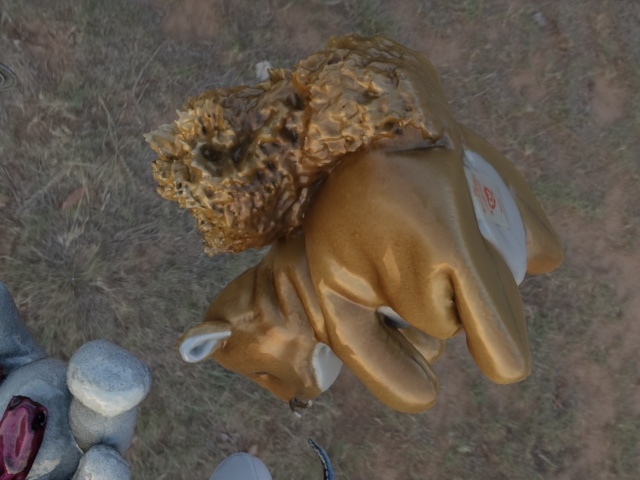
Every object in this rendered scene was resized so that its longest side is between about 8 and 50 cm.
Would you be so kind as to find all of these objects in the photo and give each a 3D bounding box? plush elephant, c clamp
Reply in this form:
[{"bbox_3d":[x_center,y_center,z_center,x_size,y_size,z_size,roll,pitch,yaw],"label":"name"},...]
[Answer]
[{"bbox_3d":[-0.326,0.224,0.672,0.272,0.329,0.255,28,47,21],"label":"plush elephant"},{"bbox_3d":[-0.507,-0.231,0.981,0.161,0.137,0.022,-6,72,-6],"label":"c clamp"}]

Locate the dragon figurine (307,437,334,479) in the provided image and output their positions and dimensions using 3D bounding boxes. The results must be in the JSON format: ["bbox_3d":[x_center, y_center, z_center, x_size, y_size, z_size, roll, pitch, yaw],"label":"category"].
[{"bbox_3d":[-0.032,0.367,0.746,0.085,0.144,0.289,19,95,14],"label":"dragon figurine"}]

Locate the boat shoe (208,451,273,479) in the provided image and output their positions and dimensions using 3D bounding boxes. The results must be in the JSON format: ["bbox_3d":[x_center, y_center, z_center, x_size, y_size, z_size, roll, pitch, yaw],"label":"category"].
[{"bbox_3d":[-0.048,0.354,0.664,0.105,0.113,0.306,29,35,-40],"label":"boat shoe"}]

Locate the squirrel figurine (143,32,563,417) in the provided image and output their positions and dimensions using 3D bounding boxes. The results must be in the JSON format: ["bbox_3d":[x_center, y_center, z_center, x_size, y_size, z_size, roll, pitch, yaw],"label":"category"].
[{"bbox_3d":[0.000,0.000,0.765,0.397,0.371,0.281,55,33,-14],"label":"squirrel figurine"}]
